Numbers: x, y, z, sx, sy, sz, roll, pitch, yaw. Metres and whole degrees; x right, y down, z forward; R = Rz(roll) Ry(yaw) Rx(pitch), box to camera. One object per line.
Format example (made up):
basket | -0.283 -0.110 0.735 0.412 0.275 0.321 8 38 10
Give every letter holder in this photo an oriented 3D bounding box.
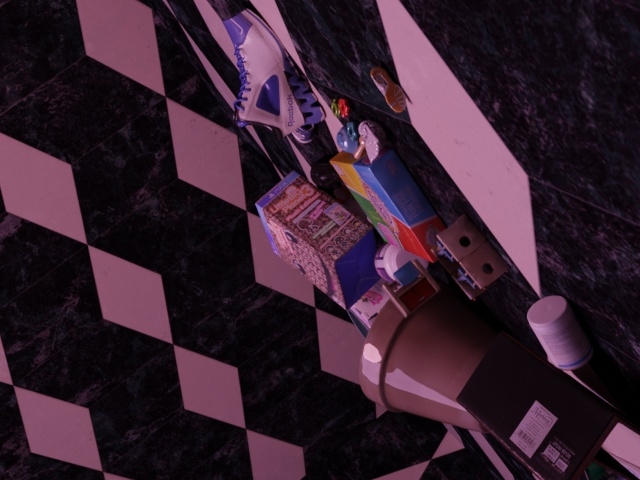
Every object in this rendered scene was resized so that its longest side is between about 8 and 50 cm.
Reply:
letter holder | 0.413 0.314 1.368 0.214 0.152 0.302 30 -175 -28

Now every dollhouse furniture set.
dollhouse furniture set | 0.226 0.070 1.494 0.129 0.183 0.129 51 174 12

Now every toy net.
toy net | 0.083 -0.221 1.620 0.232 0.045 0.122 -148 49 -66

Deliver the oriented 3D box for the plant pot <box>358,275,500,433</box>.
plant pot | 0.294 0.276 1.817 0.280 0.323 0.323 25 157 38

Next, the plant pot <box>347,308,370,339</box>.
plant pot | 0.240 0.256 2.371 0.293 0.196 0.293 52 173 9

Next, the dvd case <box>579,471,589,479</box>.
dvd case | 0.534 0.467 1.775 0.179 0.029 0.239 66 -172 -65

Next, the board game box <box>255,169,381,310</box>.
board game box | 0.000 0.000 2.101 0.291 0.141 0.232 37 160 31

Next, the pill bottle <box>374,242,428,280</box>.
pill bottle | 0.197 0.048 1.944 0.108 0.108 0.193 53 174 -3

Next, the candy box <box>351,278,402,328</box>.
candy box | 0.177 0.140 2.188 0.070 0.196 0.165 57 172 -35

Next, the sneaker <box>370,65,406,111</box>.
sneaker | 0.112 -0.245 1.320 0.083 0.032 0.037 58 -173 -3

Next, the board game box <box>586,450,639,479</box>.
board game box | 0.700 0.604 1.608 0.390 0.050 0.390 53 174 -3

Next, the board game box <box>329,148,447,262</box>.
board game box | 0.147 -0.088 1.750 0.242 0.064 0.316 54 174 -14

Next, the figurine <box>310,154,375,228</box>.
figurine | 0.086 -0.110 2.016 0.215 0.092 0.209 54 170 -17

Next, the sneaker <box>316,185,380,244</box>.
sneaker | 0.076 -0.092 2.200 0.262 0.099 0.121 60 -177 -15

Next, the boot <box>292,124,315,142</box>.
boot | -0.082 -0.337 2.094 0.190 0.069 0.086 44 166 5

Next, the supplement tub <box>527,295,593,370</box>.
supplement tub | 0.383 0.149 1.303 0.107 0.071 0.071 56 173 -24

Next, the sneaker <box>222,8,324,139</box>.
sneaker | -0.146 -0.356 1.865 0.315 0.182 0.127 54 172 -13
